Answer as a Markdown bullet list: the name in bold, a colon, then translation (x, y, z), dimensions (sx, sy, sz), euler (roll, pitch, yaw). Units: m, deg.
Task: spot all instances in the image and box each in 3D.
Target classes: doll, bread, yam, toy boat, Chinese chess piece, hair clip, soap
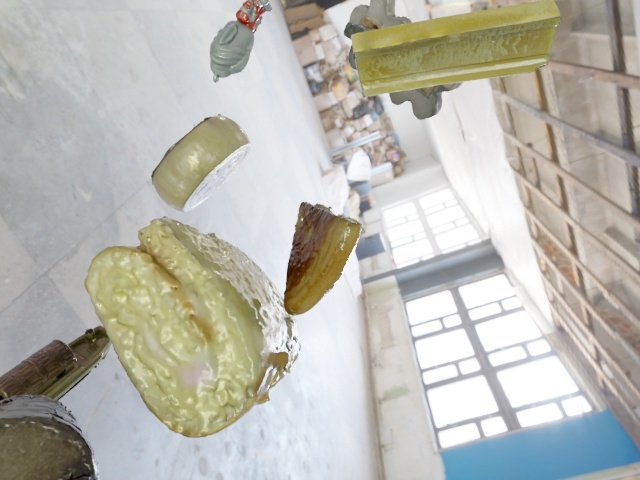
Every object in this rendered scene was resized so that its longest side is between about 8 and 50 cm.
- **doll**: translation (-0.147, -0.364, 0.833), dimensions (0.079, 0.180, 0.094), euler (35, 6, 6)
- **bread**: translation (0.009, 0.004, 0.543), dimensions (0.054, 0.136, 0.154), euler (15, 65, -22)
- **yam**: translation (-0.273, 0.208, 0.421), dimensions (0.131, 0.279, 0.131), euler (10, 72, -31)
- **toy boat**: translation (-0.416, 0.204, 0.709), dimensions (0.226, 0.068, 0.088), euler (-45, 153, -52)
- **Chinese chess piece**: translation (-0.283, -0.183, 1.112), dimensions (0.104, 0.257, 0.257), euler (44, 15, -5)
- **hair clip**: translation (0.129, -0.314, 0.774), dimensions (0.257, 0.146, 0.075), euler (44, 40, 18)
- **soap**: translation (0.171, -0.247, 0.609), dimensions (0.092, 0.252, 0.037), euler (61, 26, -64)
- **bread**: translation (-0.134, 0.114, 0.638), dimensions (0.237, 0.165, 0.375), euler (52, -3, 10)
